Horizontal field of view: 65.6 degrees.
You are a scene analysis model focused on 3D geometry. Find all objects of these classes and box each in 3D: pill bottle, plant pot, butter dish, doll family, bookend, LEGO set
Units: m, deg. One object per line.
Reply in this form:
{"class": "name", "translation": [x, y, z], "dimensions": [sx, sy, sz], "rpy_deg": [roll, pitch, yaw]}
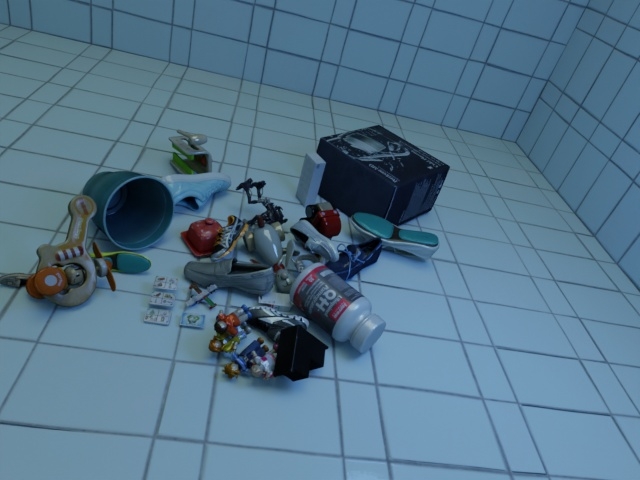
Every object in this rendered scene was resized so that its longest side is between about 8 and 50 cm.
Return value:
{"class": "pill bottle", "translation": [0.061, 0.231, 1.686], "dimensions": [0.319, 0.176, 0.176], "rpy_deg": [37, 39, 26]}
{"class": "plant pot", "translation": [-0.720, -0.135, 1.801], "dimensions": [0.255, 0.271, 0.272], "rpy_deg": [24, 33, 35]}
{"class": "butter dish", "translation": [-0.430, -0.033, 1.892], "dimensions": [0.160, 0.118, 0.160], "rpy_deg": [-13, 45, -37]}
{"class": "doll family", "translation": [-0.241, 0.332, 1.497], "dimensions": [0.263, 0.118, 0.163], "rpy_deg": [47, 35, 10]}
{"class": "bookend", "translation": [-0.056, 0.364, 1.505], "dimensions": [0.157, 0.072, 0.156], "rpy_deg": [42, 38, -35]}
{"class": "LEGO set", "translation": [-0.434, 0.214, 1.631], "dimensions": [0.245, 0.060, 0.182], "rpy_deg": [9, 47, -10]}

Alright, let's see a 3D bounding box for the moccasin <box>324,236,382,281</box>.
{"class": "moccasin", "translation": [0.125, 0.061, 2.003], "dimensions": [0.138, 0.116, 0.342], "rpy_deg": [34, 37, 23]}

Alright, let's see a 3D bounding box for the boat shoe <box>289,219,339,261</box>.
{"class": "boat shoe", "translation": [-0.028, 0.012, 1.846], "dimensions": [0.081, 0.079, 0.227], "rpy_deg": [-29, 57, -31]}

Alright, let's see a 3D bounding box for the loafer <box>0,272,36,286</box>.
{"class": "loafer", "translation": [-0.917, 0.125, 1.528], "dimensions": [0.125, 0.045, 0.039], "rpy_deg": [-2, 45, -30]}

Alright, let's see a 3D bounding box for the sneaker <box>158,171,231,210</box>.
{"class": "sneaker", "translation": [-0.521, -0.196, 2.109], "dimensions": [0.366, 0.135, 0.150], "rpy_deg": [-13, 80, -47]}

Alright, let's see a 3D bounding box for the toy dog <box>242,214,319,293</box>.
{"class": "toy dog", "translation": [-0.178, 0.029, 1.856], "dimensions": [0.220, 0.161, 0.334], "rpy_deg": [-39, 57, -24]}

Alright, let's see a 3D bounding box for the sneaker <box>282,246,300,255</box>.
{"class": "sneaker", "translation": [-0.123, 0.040, 2.000], "dimensions": [0.083, 0.031, 0.037], "rpy_deg": [6, 35, -18]}

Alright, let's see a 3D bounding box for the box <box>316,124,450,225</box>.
{"class": "box", "translation": [0.284, -0.314, 2.448], "dimensions": [0.480, 0.297, 0.472], "rpy_deg": [38, 41, 27]}

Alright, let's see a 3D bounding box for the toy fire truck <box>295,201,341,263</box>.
{"class": "toy fire truck", "translation": [0.000, 0.000, 1.969], "dimensions": [0.159, 0.217, 0.246], "rpy_deg": [-9, 57, -34]}

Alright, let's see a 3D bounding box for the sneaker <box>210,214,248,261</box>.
{"class": "sneaker", "translation": [-0.352, -0.007, 1.834], "dimensions": [0.083, 0.084, 0.214], "rpy_deg": [48, 46, -21]}

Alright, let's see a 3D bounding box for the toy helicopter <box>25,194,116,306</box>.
{"class": "toy helicopter", "translation": [-0.750, 0.031, 1.550], "dimensions": [0.235, 0.140, 0.354], "rpy_deg": [16, 69, -37]}

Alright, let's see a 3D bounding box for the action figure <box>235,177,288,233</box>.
{"class": "action figure", "translation": [-0.242, -0.122, 2.090], "dimensions": [0.164, 0.141, 0.275], "rpy_deg": [-14, 71, -49]}

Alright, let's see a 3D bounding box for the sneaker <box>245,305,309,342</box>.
{"class": "sneaker", "translation": [-0.151, 0.279, 1.613], "dimensions": [0.235, 0.078, 0.106], "rpy_deg": [15, 32, -8]}

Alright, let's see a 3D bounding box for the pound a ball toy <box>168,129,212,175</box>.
{"class": "pound a ball toy", "translation": [-0.567, -0.406, 2.216], "dimensions": [0.136, 0.208, 0.319], "rpy_deg": [-11, 30, -32]}

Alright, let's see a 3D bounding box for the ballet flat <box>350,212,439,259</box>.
{"class": "ballet flat", "translation": [0.314, -0.004, 2.170], "dimensions": [0.401, 0.139, 0.139], "rpy_deg": [17, 34, 6]}

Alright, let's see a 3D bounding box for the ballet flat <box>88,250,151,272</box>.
{"class": "ballet flat", "translation": [-0.696, 0.066, 1.685], "dimensions": [0.231, 0.077, 0.077], "rpy_deg": [0, 21, -20]}

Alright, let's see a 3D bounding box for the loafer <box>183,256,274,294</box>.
{"class": "loafer", "translation": [-0.318, 0.106, 1.735], "dimensions": [0.320, 0.111, 0.112], "rpy_deg": [8, 27, 0]}

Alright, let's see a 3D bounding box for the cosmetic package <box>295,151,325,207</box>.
{"class": "cosmetic package", "translation": [-0.047, -0.279, 2.295], "dimensions": [0.061, 0.239, 0.099], "rpy_deg": [-10, 43, -33]}

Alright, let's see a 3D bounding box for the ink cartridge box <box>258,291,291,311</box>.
{"class": "ink cartridge box", "translation": [-0.162, 0.214, 1.744], "dimensions": [0.115, 0.029, 0.062], "rpy_deg": [8, 36, -12]}
